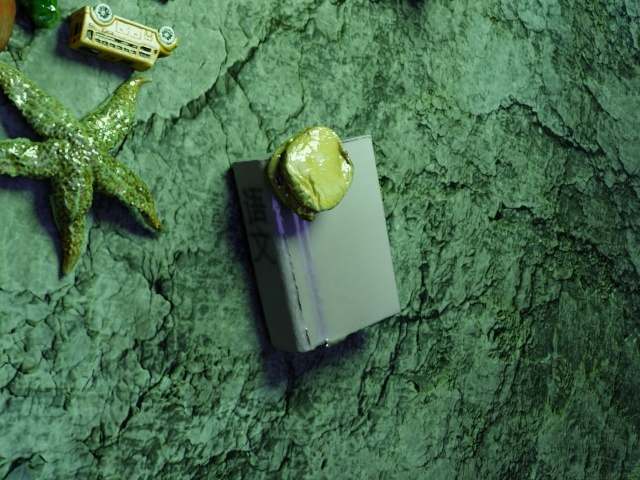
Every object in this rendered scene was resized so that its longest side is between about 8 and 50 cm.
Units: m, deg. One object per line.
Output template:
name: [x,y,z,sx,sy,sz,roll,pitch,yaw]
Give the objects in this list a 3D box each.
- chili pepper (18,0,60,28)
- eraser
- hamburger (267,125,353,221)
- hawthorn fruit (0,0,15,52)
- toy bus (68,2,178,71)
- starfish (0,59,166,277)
chili pepper: [-0.455,-0.374,1.102,0.182,0.050,0.073,24,83,-35]
eraser: [0.000,0.000,1.440,0.272,0.122,0.359,-20,104,-40]
hamburger: [-0.014,-0.115,1.296,0.147,0.083,0.138,-46,111,-27]
hawthorn fruit: [-0.502,-0.309,0.922,0.275,0.275,0.299,-39,122,-33]
toy bus: [-0.309,-0.315,1.211,0.162,0.069,0.074,12,83,-38]
starfish: [-0.386,-0.116,1.150,0.358,0.078,0.347,-15,102,-39]
